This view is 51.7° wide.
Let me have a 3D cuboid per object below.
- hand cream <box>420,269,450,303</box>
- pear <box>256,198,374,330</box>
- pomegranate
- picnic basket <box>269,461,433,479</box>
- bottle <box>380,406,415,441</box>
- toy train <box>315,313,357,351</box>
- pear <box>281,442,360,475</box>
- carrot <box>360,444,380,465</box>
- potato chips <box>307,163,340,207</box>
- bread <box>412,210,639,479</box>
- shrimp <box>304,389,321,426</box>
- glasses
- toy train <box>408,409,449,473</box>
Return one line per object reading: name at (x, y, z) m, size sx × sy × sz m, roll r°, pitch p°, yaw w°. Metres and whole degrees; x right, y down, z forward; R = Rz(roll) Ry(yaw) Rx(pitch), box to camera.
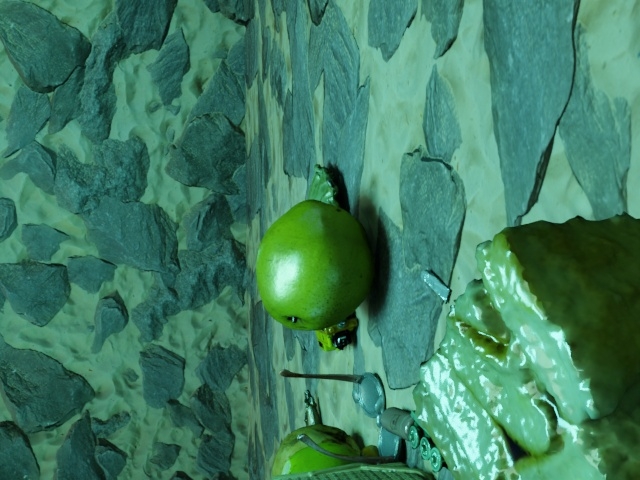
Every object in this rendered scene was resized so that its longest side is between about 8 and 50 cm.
hand cream at (0.208, 0.078, 1.183) m, size 0.093 × 0.019 × 0.030 m, roll -131°, pitch 41°, yaw -54°
pear at (-0.012, 0.063, 1.485) m, size 0.294 × 0.294 × 0.294 m, roll 176°, pitch 90°, yaw -74°
pomegranate at (-0.003, 0.585, 1.623) m, size 0.260 × 0.261 × 0.260 m, roll 176°, pitch 90°, yaw -74°
picnic basket at (0.064, 0.559, 1.252) m, size 0.175 × 0.313 × 0.227 m, roll 164°, pitch 103°, yaw -77°
bottle at (0.166, 0.366, 1.316) m, size 0.140 × 0.053 × 0.053 m, roll 162°, pitch 104°, yaw -73°
toy train at (0.032, 0.225, 1.698) m, size 0.219 × 0.089 × 0.127 m, roll 180°, pitch 76°, yaw -73°
pear at (0.023, 0.532, 1.422) m, size 0.187 × 0.220 × 0.187 m, roll -172°, pitch 90°, yaw -74°
carrot at (0.134, 0.523, 1.479) m, size 0.139 × 0.048 × 0.048 m, roll -126°, pitch 36°, yaw -58°
potato chips at (0.000, 0.000, 1.799) m, size 0.429 × 0.070 × 0.358 m, roll 111°, pitch 154°, yaw -53°
bread at (0.254, 0.180, 0.637) m, size 0.395 × 0.239 × 0.264 m, roll 103°, pitch 157°, yaw -50°
shrimp at (-0.029, 0.570, 2.056) m, size 0.150 × 0.051 × 0.217 m, roll 146°, pitch 115°, yaw -80°
glasses at (0.031, 0.380, 1.424) m, size 0.118 × 0.268 × 0.234 m, roll -61°, pitch 32°, yaw 32°
toy train at (0.210, 0.329, 1.141) m, size 0.170 × 0.071 × 0.111 m, roll -148°, pitch 65°, yaw -72°
